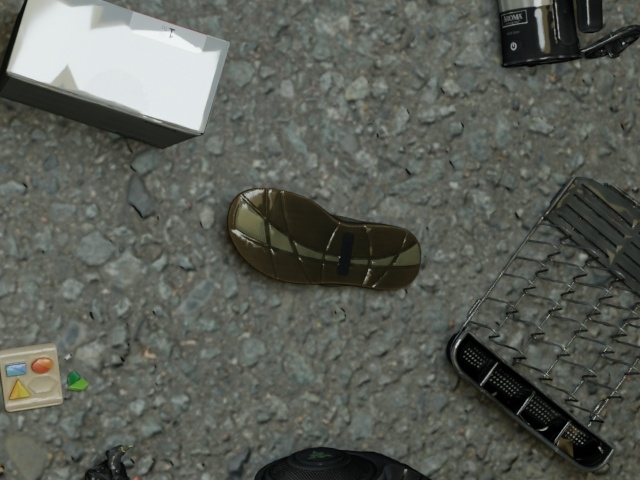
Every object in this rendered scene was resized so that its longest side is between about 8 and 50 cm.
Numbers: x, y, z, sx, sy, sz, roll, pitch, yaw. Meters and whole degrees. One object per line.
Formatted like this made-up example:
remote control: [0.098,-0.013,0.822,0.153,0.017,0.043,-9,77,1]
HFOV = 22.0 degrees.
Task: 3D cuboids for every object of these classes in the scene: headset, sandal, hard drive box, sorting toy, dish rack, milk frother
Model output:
headset: [-0.038,0.305,1.637,0.394,0.185,0.243,23,89,-28]
sandal: [0.000,0.000,1.665,0.219,0.060,0.090,9,95,-28]
hard drive box: [-0.199,-0.156,1.521,0.181,0.232,0.089,17,87,-14]
sorting toy: [-0.271,0.133,1.618,0.083,0.012,0.062,-8,92,-13]
dish rack: [0.274,0.077,1.722,0.208,0.074,0.271,39,82,-12]
milk frother: [0.256,-0.253,1.712,0.143,0.129,0.134,-9,94,-57]
